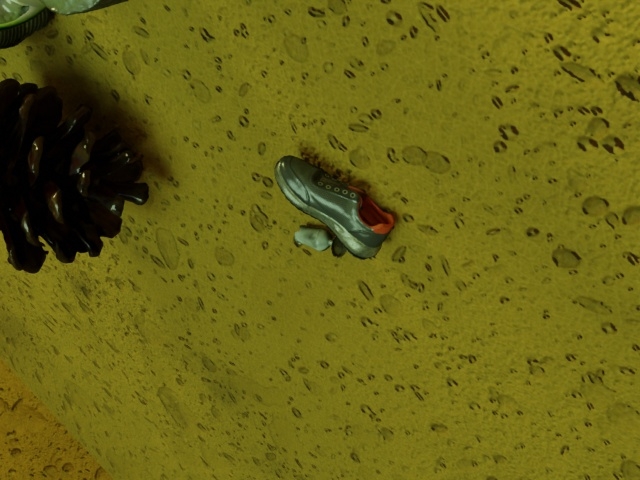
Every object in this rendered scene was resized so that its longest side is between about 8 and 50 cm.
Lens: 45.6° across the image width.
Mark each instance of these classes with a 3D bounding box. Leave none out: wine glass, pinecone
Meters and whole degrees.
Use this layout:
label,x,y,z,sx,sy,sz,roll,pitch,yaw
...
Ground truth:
label,x,y,z,sx,sy,sz,roll,pitch,yaw
wine glass,0.000,0.000,1.180,0.083,0.042,0.039,14,96,39
pinecone,-0.480,-0.096,1.304,0.384,0.384,0.385,26,140,24

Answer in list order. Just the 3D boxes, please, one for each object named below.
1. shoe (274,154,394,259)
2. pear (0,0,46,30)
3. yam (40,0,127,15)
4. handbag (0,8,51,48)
label,x,y,z,sx,sy,sz,roll,pitch,yaw
shoe,0.025,-0.061,1.076,0.194,0.074,0.077,43,132,-2
pear,-0.509,-0.449,1.011,0.399,0.398,0.165,56,170,-14
yam,-0.196,-0.356,0.849,0.161,0.268,0.161,21,127,30
handbag,-0.642,-0.402,1.242,0.340,0.240,0.247,6,125,42
